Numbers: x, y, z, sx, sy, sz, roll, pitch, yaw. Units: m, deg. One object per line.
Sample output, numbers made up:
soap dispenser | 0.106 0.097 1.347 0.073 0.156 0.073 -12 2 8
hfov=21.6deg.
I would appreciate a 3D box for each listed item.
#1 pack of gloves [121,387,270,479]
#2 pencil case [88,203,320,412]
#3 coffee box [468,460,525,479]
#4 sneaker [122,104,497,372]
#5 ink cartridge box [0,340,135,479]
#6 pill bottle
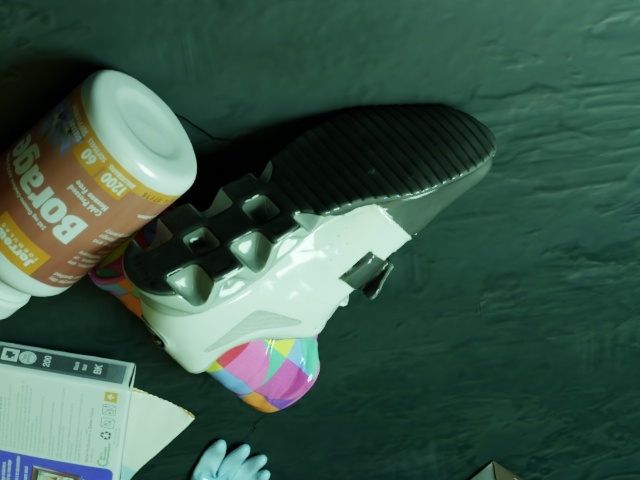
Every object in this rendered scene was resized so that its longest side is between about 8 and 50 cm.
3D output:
pack of gloves | -0.175 0.264 1.672 0.195 0.046 0.232 27 121 -27
pencil case | -0.099 0.057 1.478 0.104 0.104 0.236 -33 127 19
coffee box | 0.150 0.361 1.759 0.141 0.098 0.246 31 119 -29
sneaker | 0.000 0.000 1.400 0.330 0.122 0.146 -25 136 -12
ink cartridge box | -0.288 0.186 1.586 0.208 0.045 0.206 10 127 -4
pill bottle | -0.215 -0.031 1.372 0.216 0.121 0.121 -38 124 22
